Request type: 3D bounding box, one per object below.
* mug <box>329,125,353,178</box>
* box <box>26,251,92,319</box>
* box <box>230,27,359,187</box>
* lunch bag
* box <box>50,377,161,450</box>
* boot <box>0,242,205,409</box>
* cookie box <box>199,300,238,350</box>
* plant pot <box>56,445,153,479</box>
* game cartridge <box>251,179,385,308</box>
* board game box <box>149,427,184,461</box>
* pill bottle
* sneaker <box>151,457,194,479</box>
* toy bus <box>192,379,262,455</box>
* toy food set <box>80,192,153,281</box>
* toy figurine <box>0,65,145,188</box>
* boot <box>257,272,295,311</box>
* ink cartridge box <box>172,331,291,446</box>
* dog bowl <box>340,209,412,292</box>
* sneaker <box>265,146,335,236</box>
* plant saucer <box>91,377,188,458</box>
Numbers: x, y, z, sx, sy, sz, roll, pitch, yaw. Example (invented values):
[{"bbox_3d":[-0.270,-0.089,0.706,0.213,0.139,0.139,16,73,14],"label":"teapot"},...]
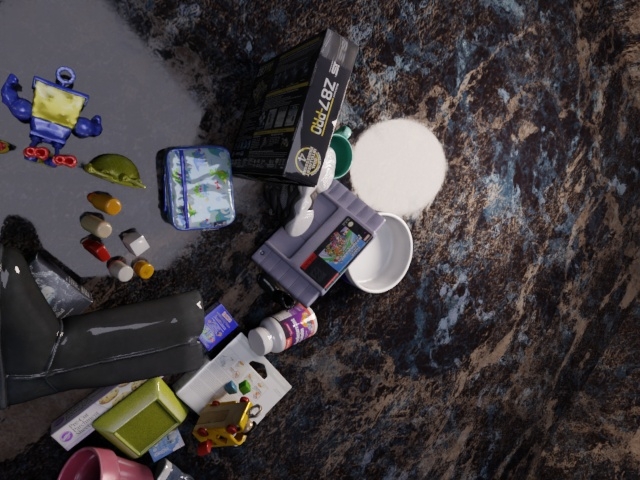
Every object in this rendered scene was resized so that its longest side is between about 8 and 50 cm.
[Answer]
[{"bbox_3d":[0.027,-0.256,1.343,0.157,0.097,0.129,-28,112,-24],"label":"mug"},{"bbox_3d":[-0.642,0.138,1.028,0.156,0.093,0.158,-48,118,-14],"label":"box"},{"bbox_3d":[-0.090,-0.299,1.093,0.097,0.395,0.318,15,91,-30],"label":"box"},{"bbox_3d":[-0.318,-0.135,1.170,0.176,0.090,0.219,-5,101,-27],"label":"lunch bag"},{"bbox_3d":[-0.523,0.393,1.163,0.324,0.063,0.067,-36,115,-20],"label":"box"},{"bbox_3d":[-0.470,0.167,0.994,0.445,0.146,0.367,-1,118,-34],"label":"boot"},{"bbox_3d":[-0.304,0.240,1.276,0.107,0.040,0.092,-39,116,-18],"label":"cookie box"},{"bbox_3d":[-0.536,0.634,1.139,0.180,0.201,0.201,35,81,-46],"label":"plant pot"},{"bbox_3d":[0.000,0.000,1.326,0.230,0.068,0.355,39,74,16],"label":"game cartridge"},{"bbox_3d":[-0.441,0.561,1.269,0.090,0.020,0.090,-24,111,-25],"label":"board game box"},{"bbox_3d":[-0.112,0.266,1.332,0.193,0.108,0.108,-19,109,-41],"label":"pill bottle"},{"bbox_3d":[-0.450,0.751,1.261,0.226,0.086,0.163,-50,116,-15],"label":"sneaker"},{"bbox_3d":[-0.236,0.495,1.209,0.191,0.202,0.104,-36,116,-14],"label":"toy bus"},{"bbox_3d":[-0.508,0.003,1.099,0.111,0.104,0.232,-44,137,-31],"label":"toy food set"},{"bbox_3d":[-0.537,-0.261,0.966,0.362,0.191,0.217,15,87,-33],"label":"toy figurine"},{"bbox_3d":[-0.129,0.152,1.328,0.045,0.099,0.121,-40,117,-20],"label":"boot"},{"bbox_3d":[-0.254,0.432,1.333,0.239,0.060,0.275,-44,117,-18],"label":"ink cartridge box"},{"bbox_3d":[0.169,0.032,1.478,0.265,0.104,0.265,-6,103,-29],"label":"dog bowl"},{"bbox_3d":[-0.068,-0.156,1.253,0.101,0.153,0.269,-3,124,-53],"label":"sneaker"},{"bbox_3d":[-0.456,0.475,1.177,0.188,0.045,0.188,-37,130,-20],"label":"plant saucer"}]
